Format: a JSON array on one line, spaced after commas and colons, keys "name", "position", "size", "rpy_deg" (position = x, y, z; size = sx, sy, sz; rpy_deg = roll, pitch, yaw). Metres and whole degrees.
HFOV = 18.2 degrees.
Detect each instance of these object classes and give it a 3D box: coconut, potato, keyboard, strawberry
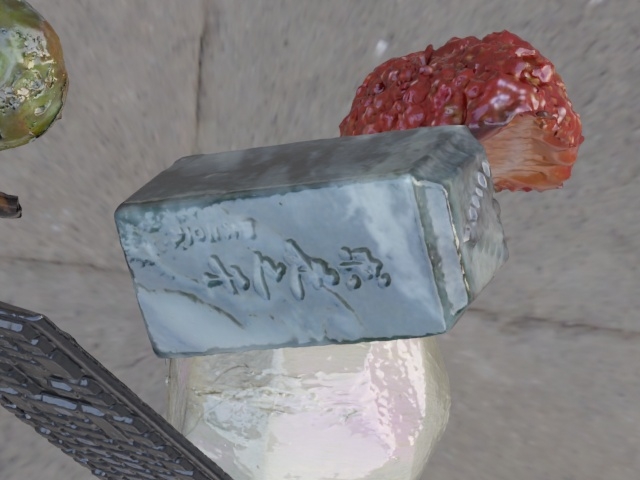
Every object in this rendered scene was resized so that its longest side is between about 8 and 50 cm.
[{"name": "coconut", "position": [-0.003, 0.130, 1.584], "size": [0.230, 0.227, 0.227], "rpy_deg": [6, 87, -12]}, {"name": "potato", "position": [-0.255, -0.118, 1.267], "size": [0.198, 0.054, 0.119], "rpy_deg": [28, 111, 18]}, {"name": "keyboard", "position": [-0.059, 0.050, 0.535], "size": [0.063, 0.198, 0.010], "rpy_deg": [13, 72, 24]}, {"name": "strawberry", "position": [0.087, -0.090, 1.323], "size": [0.174, 0.228, 0.098], "rpy_deg": [-2, 82, 5]}]

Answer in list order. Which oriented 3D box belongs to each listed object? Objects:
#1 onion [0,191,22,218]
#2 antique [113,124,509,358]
[{"name": "onion", "position": [-0.317, 0.042, 0.860], "size": [0.159, 0.267, 0.349], "rpy_deg": [35, 76, 27]}, {"name": "antique", "position": [0.000, 0.000, 1.019], "size": [0.183, 0.086, 0.088], "rpy_deg": [-7, 109, 26]}]
